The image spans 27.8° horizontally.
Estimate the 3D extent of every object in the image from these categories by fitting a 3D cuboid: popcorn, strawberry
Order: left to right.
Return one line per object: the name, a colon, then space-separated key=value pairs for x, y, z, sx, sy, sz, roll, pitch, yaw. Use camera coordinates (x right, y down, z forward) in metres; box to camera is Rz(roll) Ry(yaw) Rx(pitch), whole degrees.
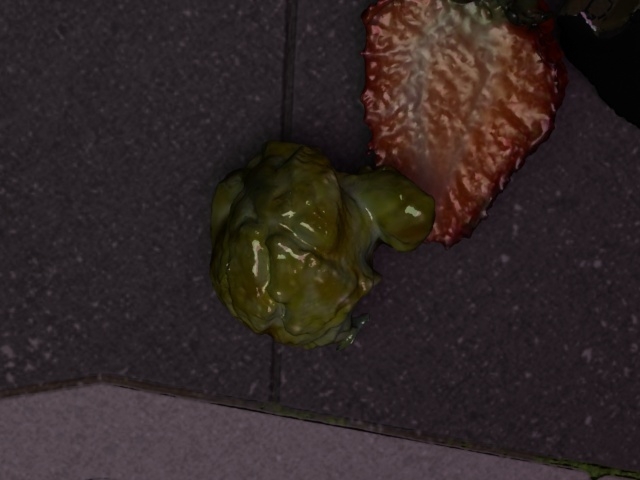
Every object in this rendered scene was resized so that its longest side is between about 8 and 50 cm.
popcorn: x=0.000 y=0.000 z=1.138 sx=0.213 sy=0.198 sz=0.198 roll=-20 pitch=106 yaw=6
strawberry: x=0.128 y=-0.142 z=1.162 sx=0.188 sy=0.106 sz=0.286 roll=17 pitch=118 yaw=13

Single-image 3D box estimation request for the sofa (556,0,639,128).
sofa: x=0.361 y=-0.200 z=1.158 sx=0.258 sy=0.182 sz=0.200 roll=35 pitch=81 yaw=-13
